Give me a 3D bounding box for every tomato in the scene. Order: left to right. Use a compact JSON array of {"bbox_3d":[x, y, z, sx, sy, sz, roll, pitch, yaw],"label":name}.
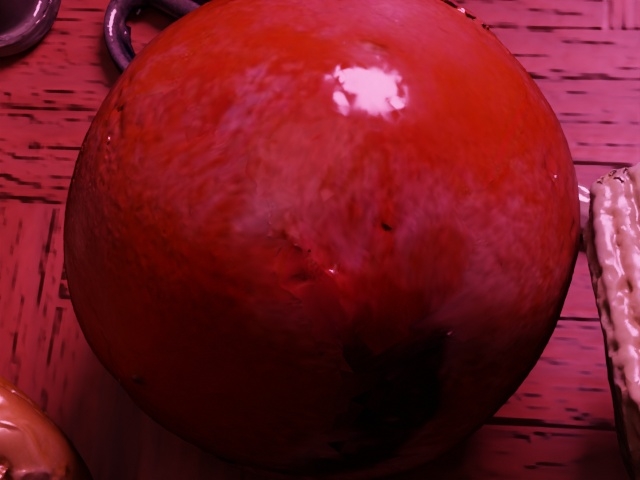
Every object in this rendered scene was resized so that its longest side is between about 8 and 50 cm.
[{"bbox_3d":[0.000,0.000,0.770,0.208,0.208,0.184,3,54,10],"label":"tomato"}]

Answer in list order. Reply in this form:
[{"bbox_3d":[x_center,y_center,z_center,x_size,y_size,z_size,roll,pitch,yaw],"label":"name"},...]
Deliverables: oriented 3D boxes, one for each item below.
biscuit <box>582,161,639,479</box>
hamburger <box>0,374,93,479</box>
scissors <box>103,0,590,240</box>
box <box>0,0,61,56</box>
[{"bbox_3d":[0.143,0.106,0.732,0.046,0.147,0.250,-11,64,9],"label":"biscuit"},{"bbox_3d":[-0.166,0.085,0.796,0.147,0.138,0.083,31,71,15],"label":"hamburger"},{"bbox_3d":[0.031,-0.065,0.899,0.300,0.022,0.109,29,77,19],"label":"scissors"},{"bbox_3d":[-0.255,-0.178,0.931,0.243,0.135,0.163,-6,65,7],"label":"box"}]
